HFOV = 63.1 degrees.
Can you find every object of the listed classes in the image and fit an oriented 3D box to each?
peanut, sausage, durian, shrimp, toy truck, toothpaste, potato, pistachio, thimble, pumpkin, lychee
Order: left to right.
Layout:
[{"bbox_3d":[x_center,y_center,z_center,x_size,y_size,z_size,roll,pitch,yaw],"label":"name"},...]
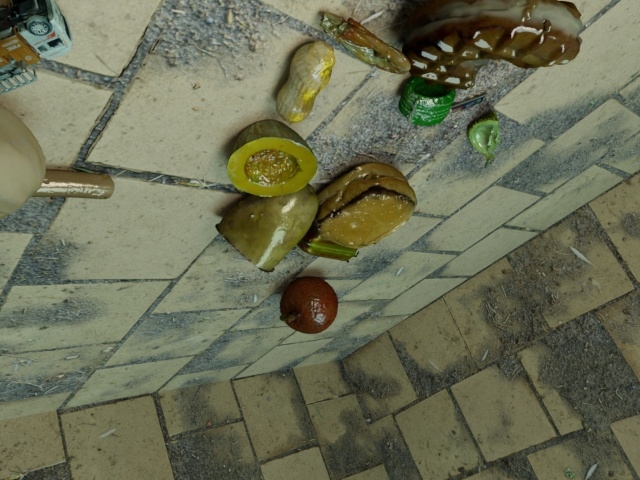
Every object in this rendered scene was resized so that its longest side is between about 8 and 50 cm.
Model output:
[{"bbox_3d":[-0.622,-0.141,0.831,0.332,0.208,0.226,15,94,-34],"label":"pistachio"},{"bbox_3d":[-0.460,-0.296,0.784,0.177,0.080,0.115,-22,161,0],"label":"toy truck"},{"bbox_3d":[-0.586,-0.116,1.071,0.301,0.066,0.066,-5,150,-40],"label":"sausage"},{"bbox_3d":[-0.120,-0.208,1.256,0.217,0.110,0.217,-8,155,-4],"label":"pumpkin"},{"bbox_3d":[-0.124,-0.066,1.446,0.266,0.229,0.229,-46,151,12],"label":"potato"},{"bbox_3d":[-0.035,-0.328,1.087,0.087,0.087,0.207,-7,154,-32],"label":"peanut"},{"bbox_3d":[-0.049,0.269,2.125,0.300,0.255,0.255,-45,176,-42],"label":"lychee"},{"bbox_3d":[0.000,0.002,1.755,0.117,0.125,0.317,-38,152,29],"label":"sausage"},{"bbox_3d":[0.093,-0.389,1.027,0.217,0.051,0.115,24,176,-27],"label":"shrimp"},{"bbox_3d":[0.258,-0.344,1.275,0.130,0.118,0.090,-34,160,-29],"label":"thimble"},{"bbox_3d":[0.402,-0.377,1.450,0.140,0.021,0.037,-21,161,-10],"label":"toothpaste"},{"bbox_3d":[0.499,-0.312,1.572,0.086,0.100,0.215,-19,150,-1],"label":"durian"}]

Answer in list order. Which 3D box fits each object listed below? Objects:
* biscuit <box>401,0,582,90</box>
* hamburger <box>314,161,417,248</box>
[{"bbox_3d":[0.303,-0.393,1.036,0.268,0.115,0.366,7,180,-20],"label":"biscuit"},{"bbox_3d":[0.129,-0.105,1.585,0.304,0.174,0.284,-35,152,25],"label":"hamburger"}]
